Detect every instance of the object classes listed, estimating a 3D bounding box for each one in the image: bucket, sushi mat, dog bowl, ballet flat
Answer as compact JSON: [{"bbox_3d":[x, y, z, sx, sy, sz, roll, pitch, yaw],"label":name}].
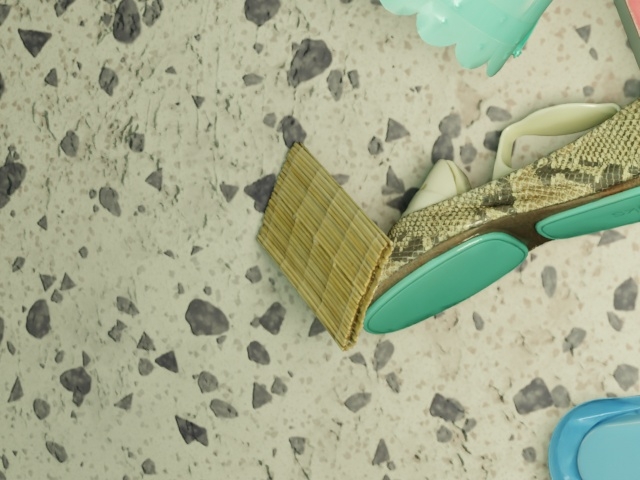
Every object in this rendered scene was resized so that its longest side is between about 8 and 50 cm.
[{"bbox_3d":[0.167,-0.351,1.731,0.183,0.281,0.281,-46,76,22],"label":"bucket"},{"bbox_3d":[0.000,0.000,1.890,0.316,0.019,0.151,50,124,55],"label":"sushi mat"},{"bbox_3d":[0.426,0.255,1.779,0.297,0.074,0.166,-11,91,28],"label":"dog bowl"},{"bbox_3d":[0.237,-0.050,1.811,0.482,0.164,0.182,-26,63,21],"label":"ballet flat"}]

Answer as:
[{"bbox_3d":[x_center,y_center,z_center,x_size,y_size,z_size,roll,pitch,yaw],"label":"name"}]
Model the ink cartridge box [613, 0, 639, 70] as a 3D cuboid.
[{"bbox_3d":[0.522,-0.254,1.559,0.384,0.160,0.279,-21,87,9],"label":"ink cartridge box"}]
